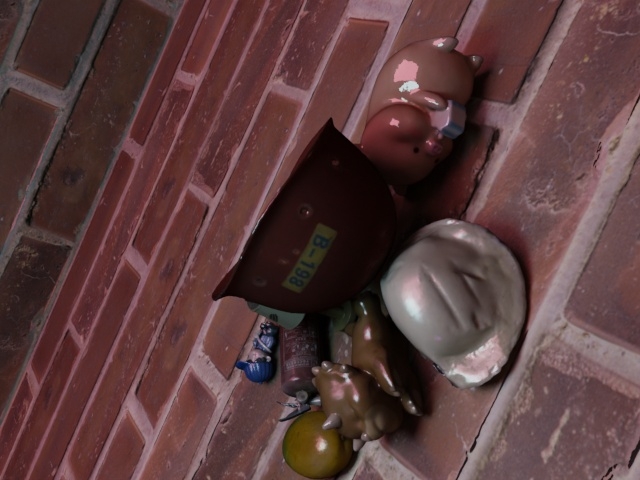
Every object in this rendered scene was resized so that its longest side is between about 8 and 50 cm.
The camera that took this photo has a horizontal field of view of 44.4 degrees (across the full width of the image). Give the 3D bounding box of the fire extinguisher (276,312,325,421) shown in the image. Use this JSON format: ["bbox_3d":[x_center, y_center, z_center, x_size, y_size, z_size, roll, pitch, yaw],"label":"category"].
[{"bbox_3d":[-0.042,0.238,1.611,0.104,0.104,0.269,-36,46,40],"label":"fire extinguisher"}]

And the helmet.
[{"bbox_3d":[0.000,0.000,1.367,0.385,0.230,0.337,-58,5,19],"label":"helmet"}]

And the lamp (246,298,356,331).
[{"bbox_3d":[-0.035,0.121,1.555,0.121,0.214,0.121,-38,45,49],"label":"lamp"}]

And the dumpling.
[{"bbox_3d":[0.227,0.091,1.294,0.227,0.243,0.175,-36,1,14],"label":"dumpling"}]

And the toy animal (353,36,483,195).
[{"bbox_3d":[0.186,-0.231,1.491,0.213,0.195,0.256,-2,68,46],"label":"toy animal"}]

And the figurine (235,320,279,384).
[{"bbox_3d":[-0.129,0.257,1.771,0.077,0.079,0.136,-22,31,52],"label":"figurine"}]

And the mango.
[{"bbox_3d":[-0.013,0.392,1.501,0.194,0.091,0.130,-36,47,52],"label":"mango"}]

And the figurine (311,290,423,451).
[{"bbox_3d":[0.071,0.238,1.383,0.173,0.177,0.247,-27,61,22],"label":"figurine"}]
